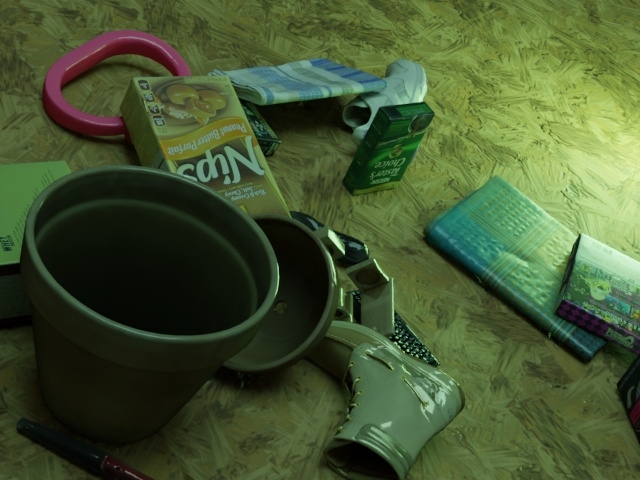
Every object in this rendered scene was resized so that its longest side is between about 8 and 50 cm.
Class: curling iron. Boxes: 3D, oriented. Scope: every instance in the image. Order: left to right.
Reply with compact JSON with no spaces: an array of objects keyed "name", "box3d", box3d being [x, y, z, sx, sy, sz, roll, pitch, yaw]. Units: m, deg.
[{"name":"curling iron","box3d":[-0.272,0.299,1.613,0.274,0.035,0.068,31,38,9]}]

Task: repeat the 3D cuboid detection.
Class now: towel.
[{"name":"towel","box3d":[-0.046,-0.301,2.369,0.285,0.034,0.209,-11,23,-32]},{"name":"towel","box3d":[0.390,0.045,2.261,0.370,0.040,0.271,40,42,17]}]

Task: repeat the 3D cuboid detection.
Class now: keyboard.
[{"name":"keyboard","box3d":[0.102,0.144,2.004,0.108,0.023,0.180,-14,50,-38]}]

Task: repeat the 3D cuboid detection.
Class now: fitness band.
[{"name":"fitness band","box3d":[-0.352,-0.273,2.216,0.209,0.054,0.291,36,46,13]}]

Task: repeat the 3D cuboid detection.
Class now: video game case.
[{"name":"video game case","box3d":[0.535,0.106,2.207,0.232,0.042,0.210,27,39,1]}]

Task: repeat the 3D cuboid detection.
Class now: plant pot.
[{"name":"plant pot","box3d":[-0.246,0.107,1.655,0.323,0.280,0.323,14,39,-11]},{"name":"plant pot","box3d":[-0.075,0.088,1.865,0.237,0.237,0.110,47,3,27]}]

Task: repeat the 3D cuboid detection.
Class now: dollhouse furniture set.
[{"name":"dollhouse furniture set","box3d":[0.013,0.081,1.929,0.151,0.144,0.123,50,27,-34]}]

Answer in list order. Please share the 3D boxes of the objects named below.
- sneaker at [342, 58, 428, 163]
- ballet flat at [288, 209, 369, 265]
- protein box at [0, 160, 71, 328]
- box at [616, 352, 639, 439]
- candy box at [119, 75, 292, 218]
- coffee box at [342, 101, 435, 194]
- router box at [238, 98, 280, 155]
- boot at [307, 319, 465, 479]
[{"name":"sneaker","box3d":[0.124,-0.268,2.427,0.152,0.114,0.305,18,38,-9]},{"name":"ballet flat","box3d":[0.000,0.000,2.113,0.173,0.049,0.057,25,82,3]},{"name":"protein box","box3d":[-0.436,0.006,1.793,0.201,0.136,0.200,-7,48,-34]},{"name":"box","box3d":[0.602,0.285,1.979,0.143,0.165,0.270,8,40,-20]},{"name":"candy box","box3d":[-0.191,-0.127,2.074,0.183,0.087,0.316,-7,58,-33]},{"name":"coffee box","box3d":[0.121,-0.163,2.246,0.113,0.184,0.040,-11,52,-38]},{"name":"router box","box3d":[-0.140,-0.207,2.264,0.092,0.038,0.122,3,41,-44]},{"name":"boot","box3d":[0.050,0.233,1.815,0.262,0.095,0.203,28,46,19]}]
